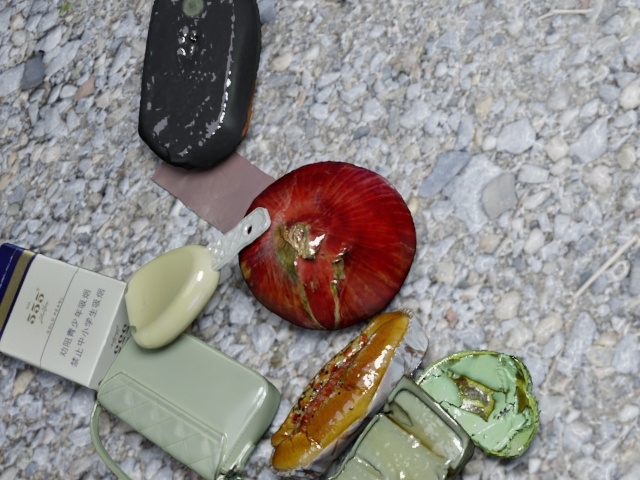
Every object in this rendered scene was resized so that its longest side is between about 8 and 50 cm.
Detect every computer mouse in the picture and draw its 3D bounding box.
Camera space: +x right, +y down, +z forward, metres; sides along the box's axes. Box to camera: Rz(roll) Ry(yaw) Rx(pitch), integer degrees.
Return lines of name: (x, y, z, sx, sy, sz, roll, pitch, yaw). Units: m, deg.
computer mouse: (-0.178, -0.262, 1.364, 0.183, 0.116, 0.323, 4, 83, 23)

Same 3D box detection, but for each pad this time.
pad: (-0.165, -0.093, 1.370, 0.187, 0.006, 0.113, 35, 89, 25)

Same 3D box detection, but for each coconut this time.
coconut: (0.203, 0.195, 1.104, 0.133, 0.055, 0.158, -48, 62, 4)

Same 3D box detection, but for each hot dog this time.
hot dog: (0.033, 0.196, 1.137, 0.075, 0.144, 0.268, 42, 87, -10)

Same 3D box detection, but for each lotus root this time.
lotus root: (0.087, 0.284, 1.079, 0.119, 0.138, 0.235, 36, 100, 20)

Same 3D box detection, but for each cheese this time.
cheese: (-0.161, 0.038, 1.197, 0.251, 0.054, 0.127, -38, 48, 21)

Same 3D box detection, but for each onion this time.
onion: (0.003, 0.000, 1.196, 0.248, 0.161, 0.248, -9, 53, 13)

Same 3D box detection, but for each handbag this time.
handbag: (-0.198, 0.242, 1.228, 0.256, 0.079, 0.219, 26, 74, 27)

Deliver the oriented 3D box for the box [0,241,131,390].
box: (-0.406, 0.114, 1.371, 0.259, 0.071, 0.168, 16, 81, 26)

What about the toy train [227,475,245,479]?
toy train: (-0.080, 0.434, 1.087, 0.188, 0.159, 0.272, -38, 51, 7)
